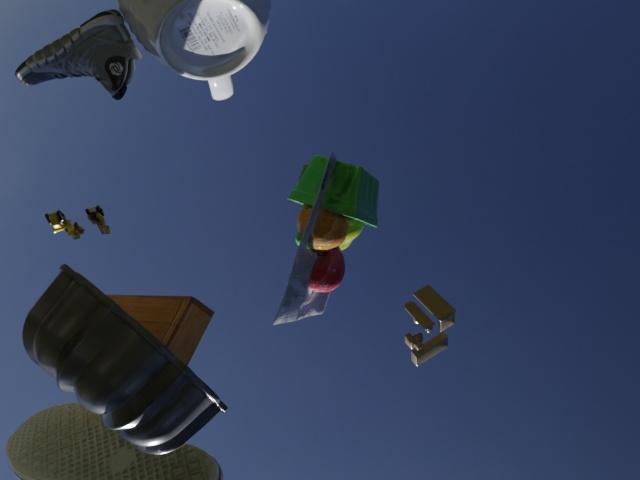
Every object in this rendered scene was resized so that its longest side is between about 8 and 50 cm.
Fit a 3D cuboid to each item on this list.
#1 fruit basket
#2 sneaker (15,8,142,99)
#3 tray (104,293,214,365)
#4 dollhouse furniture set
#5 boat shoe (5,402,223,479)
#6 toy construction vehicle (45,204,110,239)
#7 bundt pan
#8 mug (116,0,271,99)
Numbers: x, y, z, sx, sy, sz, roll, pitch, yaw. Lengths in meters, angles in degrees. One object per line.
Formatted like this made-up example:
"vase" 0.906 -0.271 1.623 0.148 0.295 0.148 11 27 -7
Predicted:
"fruit basket" 0.000 0.000 1.227 0.165 0.327 0.353 24 -85 17
"sneaker" -0.414 -0.293 0.991 0.228 0.132 0.086 -23 -156 17
"tray" -0.418 0.217 1.207 0.411 0.076 0.203 -4 -128 42
"dollhouse furniture set" 0.296 0.246 1.639 0.144 0.151 0.123 -27 -135 -16
"boat shoe" -0.393 0.438 1.059 0.500 0.156 0.187 6 -146 24
"toy construction vehicle" -0.416 -0.025 0.979 0.085 0.098 0.035 -17 -108 -11
"bundt pan" -0.299 0.191 0.831 0.331 0.331 0.124 18 -120 44
"mug" -0.219 -0.425 1.018 0.276 0.374 0.328 -16 -121 -6
